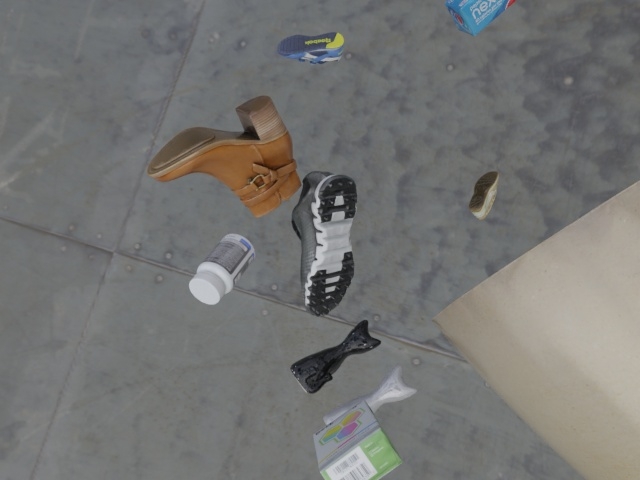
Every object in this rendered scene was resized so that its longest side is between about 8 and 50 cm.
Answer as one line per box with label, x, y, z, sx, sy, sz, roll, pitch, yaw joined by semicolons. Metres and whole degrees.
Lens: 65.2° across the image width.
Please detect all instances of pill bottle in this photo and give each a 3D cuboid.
pill bottle;-0.190;0.055;0.974;0.078;0.078;0.137;10;40;20

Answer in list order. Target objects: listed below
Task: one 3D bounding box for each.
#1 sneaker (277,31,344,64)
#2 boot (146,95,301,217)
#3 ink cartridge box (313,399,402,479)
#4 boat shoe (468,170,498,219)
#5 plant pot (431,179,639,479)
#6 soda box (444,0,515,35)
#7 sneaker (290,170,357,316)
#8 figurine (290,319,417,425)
sneaker;-0.020;-0.402;1.067;0.144;0.059;0.053;2;70;10
boot;-0.120;-0.090;0.693;0.197;0.152;0.073;-29;42;-10
ink cartridge box;0.051;0.326;0.817;0.109;0.209;0.062;-34;91;-4
boat shoe;0.391;-0.107;1.190;0.050;0.045;0.135;6;54;45
plant pot;0.276;0.111;0.404;0.257;0.256;0.274;-35;73;8
soda box;0.358;-0.509;0.989;0.210;0.071;0.067;-40;37;9
sneaker;0.000;0.000;0.758;0.106;0.078;0.234;42;134;53
figurine;0.076;0.308;1.105;0.210;0.092;0.215;-34;62;-9
